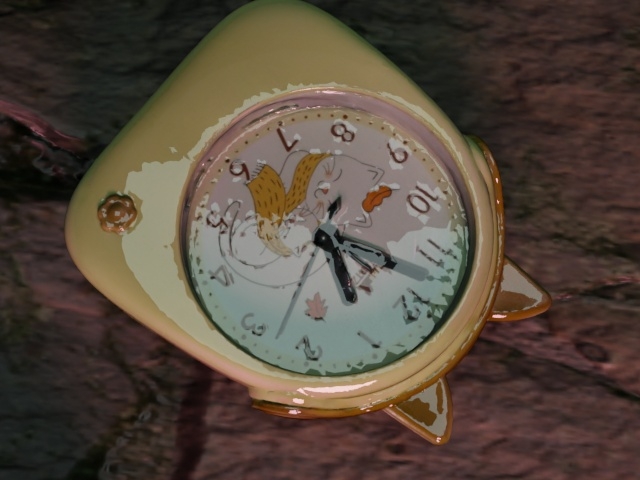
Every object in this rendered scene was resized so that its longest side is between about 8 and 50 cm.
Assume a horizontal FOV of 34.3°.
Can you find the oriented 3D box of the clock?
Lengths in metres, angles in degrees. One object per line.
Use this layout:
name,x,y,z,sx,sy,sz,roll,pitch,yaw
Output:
clock,0.000,0.000,0.829,0.348,0.117,0.286,39,79,8
